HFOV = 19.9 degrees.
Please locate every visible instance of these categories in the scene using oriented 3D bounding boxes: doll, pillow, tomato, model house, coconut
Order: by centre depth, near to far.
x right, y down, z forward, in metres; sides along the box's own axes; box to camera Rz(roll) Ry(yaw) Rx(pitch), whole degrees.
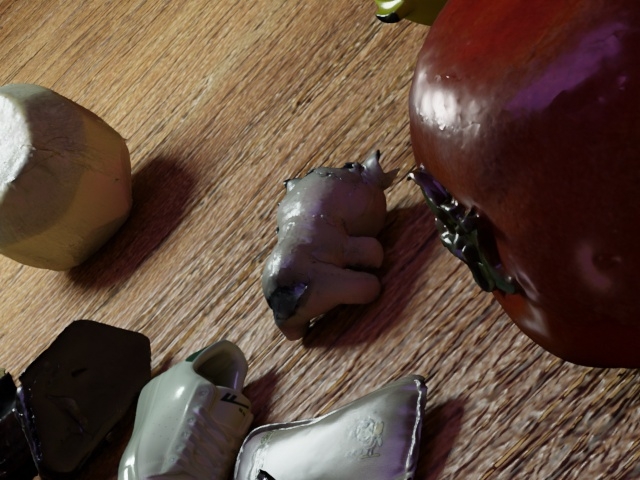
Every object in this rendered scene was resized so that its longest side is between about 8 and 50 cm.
[{"bbox_3d":[0.213,-0.079,1.324,0.290,0.293,0.325,-34,21,-2],"label":"tomato"},{"bbox_3d":[0.001,0.194,1.550,0.233,0.038,0.130,-25,43,39],"label":"pillow"},{"bbox_3d":[0.000,0.000,1.752,0.149,0.095,0.192,-26,37,43],"label":"doll"},{"bbox_3d":[-0.279,0.182,1.947,0.203,0.141,0.164,-43,-6,-38],"label":"model house"},{"bbox_3d":[-0.341,-0.073,2.259,0.227,0.230,0.227,-11,67,29],"label":"coconut"}]

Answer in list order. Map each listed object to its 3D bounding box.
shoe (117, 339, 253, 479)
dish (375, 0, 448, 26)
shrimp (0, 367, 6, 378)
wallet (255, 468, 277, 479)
[{"bbox_3d":[-0.116,0.184,1.687,0.110,0.095,0.265,-41,25,16],"label":"shoe"},{"bbox_3d":[0.162,-0.303,1.887,0.221,0.108,0.262,-33,29,30],"label":"dish"},{"bbox_3d":[-0.427,0.227,2.188,0.148,0.035,0.195,-30,30,30],"label":"shrimp"},{"bbox_3d":[-0.107,0.350,1.487,0.317,0.044,0.169,-52,31,2],"label":"wallet"}]
